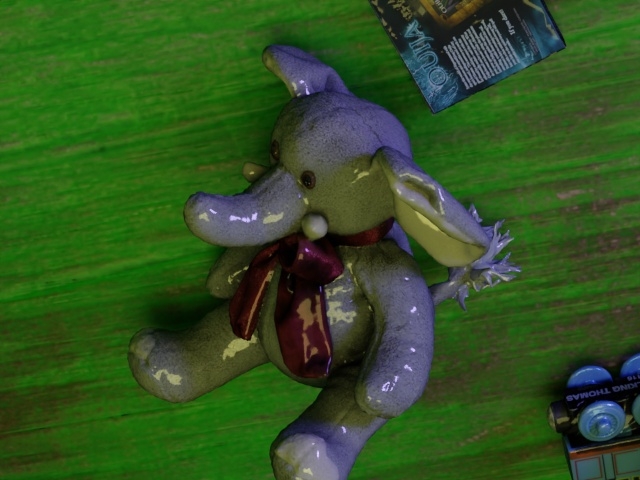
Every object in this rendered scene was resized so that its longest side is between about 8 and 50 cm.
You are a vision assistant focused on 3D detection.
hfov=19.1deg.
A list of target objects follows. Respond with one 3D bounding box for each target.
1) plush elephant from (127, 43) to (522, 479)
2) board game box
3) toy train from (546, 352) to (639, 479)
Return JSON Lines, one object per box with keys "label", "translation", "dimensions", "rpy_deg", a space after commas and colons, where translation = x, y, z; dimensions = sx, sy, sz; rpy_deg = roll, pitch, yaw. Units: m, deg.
{"label": "plush elephant", "translation": [0.000, 0.000, 1.519], "dimensions": [0.330, 0.272, 0.255], "rpy_deg": [-33, 128, -15]}
{"label": "board game box", "translation": [0.102, -0.208, 1.542], "dimensions": [0.126, 0.026, 0.186], "rpy_deg": [-26, 112, 13]}
{"label": "toy train", "translation": [0.294, 0.158, 1.682], "dimensions": [0.184, 0.080, 0.105], "rpy_deg": [-12, 122, 2]}
